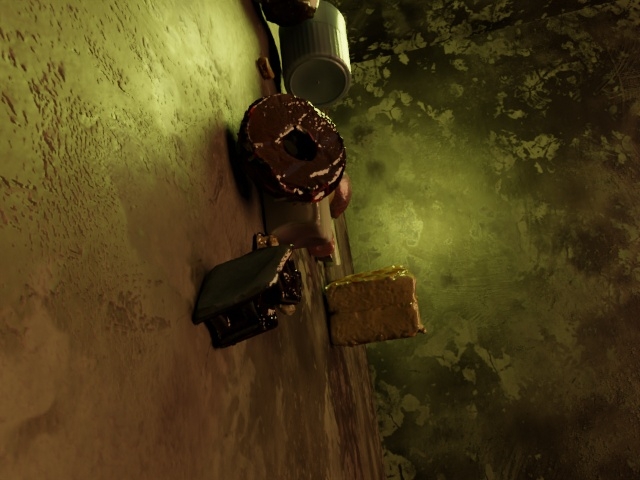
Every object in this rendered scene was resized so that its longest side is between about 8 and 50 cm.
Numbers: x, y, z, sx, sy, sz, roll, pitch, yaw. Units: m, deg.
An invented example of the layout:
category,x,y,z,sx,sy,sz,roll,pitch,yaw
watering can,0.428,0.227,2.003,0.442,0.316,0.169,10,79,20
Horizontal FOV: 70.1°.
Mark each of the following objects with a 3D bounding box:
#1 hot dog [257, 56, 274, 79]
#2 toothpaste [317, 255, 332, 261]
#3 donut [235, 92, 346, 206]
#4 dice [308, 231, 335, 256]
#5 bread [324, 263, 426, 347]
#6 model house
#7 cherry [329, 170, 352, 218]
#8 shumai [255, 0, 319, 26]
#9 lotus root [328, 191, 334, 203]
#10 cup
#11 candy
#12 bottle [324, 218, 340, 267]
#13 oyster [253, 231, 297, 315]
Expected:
category,x,y,z,sx,sy,sz,roll,pitch,yaw
hot dog,-0.165,-0.517,1.393,0.090,0.030,0.034,61,21,-64
toothpaste,-0.009,-0.045,1.751,0.096,0.061,0.266,2,-74,56
donut,-0.064,-0.197,1.008,0.103,0.269,0.270,-37,-125,54
dice,0.000,0.000,1.659,0.091,0.094,0.093,-84,163,-52
bread,0.225,0.268,1.897,0.390,0.370,0.280,-5,83,-81
model house,-0.097,0.100,0.710,0.106,0.165,0.152,-117,-172,-48
cherry,0.056,-0.218,2.073,0.192,0.175,0.250,97,-14,-78
shumai,-0.107,-0.896,1.516,0.324,0.397,0.324,13,97,-61
lotus root,-0.032,-0.163,1.497,0.154,0.140,0.257,45,29,-18
cup,-0.048,-0.662,1.693,0.256,0.331,0.311,32,41,-43
candy,-0.071,-0.167,1.201,0.208,0.144,0.359,46,34,-74
bottle,0.036,0.012,1.972,0.072,0.072,0.202,-20,98,-82
oyster,-0.088,0.076,1.007,0.163,0.081,0.191,-95,175,-61
